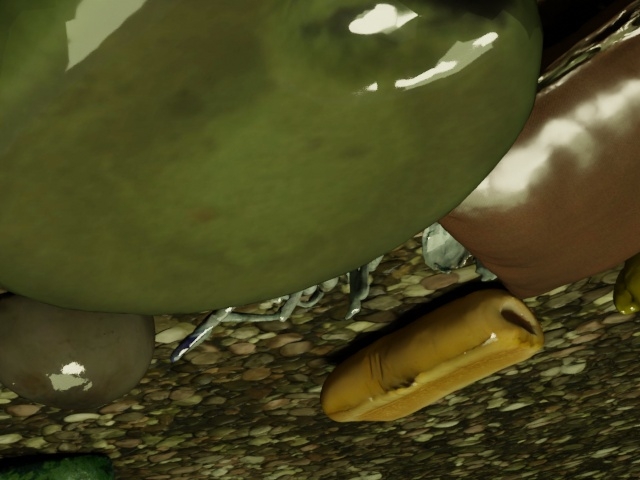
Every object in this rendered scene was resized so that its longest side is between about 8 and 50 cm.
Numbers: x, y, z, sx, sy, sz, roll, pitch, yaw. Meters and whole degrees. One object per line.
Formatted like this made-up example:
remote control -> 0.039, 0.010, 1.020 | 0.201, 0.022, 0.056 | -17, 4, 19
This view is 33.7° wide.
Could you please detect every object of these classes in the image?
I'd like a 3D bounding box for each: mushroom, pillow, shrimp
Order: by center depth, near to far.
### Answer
pillow -> 0.236, -0.071, 0.844 | 0.308, 0.108, 0.305 | -35, 148, 12
shrimp -> -0.002, -0.004, 0.877 | 0.411, 0.166, 0.221 | -17, -154, -39
mushroom -> -0.258, 0.116, 1.080 | 0.188, 0.117, 0.141 | 9, 136, -28

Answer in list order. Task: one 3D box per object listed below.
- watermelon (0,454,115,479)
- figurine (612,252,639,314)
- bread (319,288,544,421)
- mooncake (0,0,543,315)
watermelon -> -0.463, 0.471, 1.555 | 0.283, 0.250, 0.292 | 8, 146, -26
figurine -> 0.459, 0.000, 1.051 | 0.218, 0.169, 0.327 | 21, 153, -22
bread -> 0.132, 0.146, 1.307 | 0.142, 0.091, 0.305 | 5, 151, -46
mooncake -> -0.060, -0.107, 0.599 | 0.351, 0.187, 0.351 | -16, 151, -9
